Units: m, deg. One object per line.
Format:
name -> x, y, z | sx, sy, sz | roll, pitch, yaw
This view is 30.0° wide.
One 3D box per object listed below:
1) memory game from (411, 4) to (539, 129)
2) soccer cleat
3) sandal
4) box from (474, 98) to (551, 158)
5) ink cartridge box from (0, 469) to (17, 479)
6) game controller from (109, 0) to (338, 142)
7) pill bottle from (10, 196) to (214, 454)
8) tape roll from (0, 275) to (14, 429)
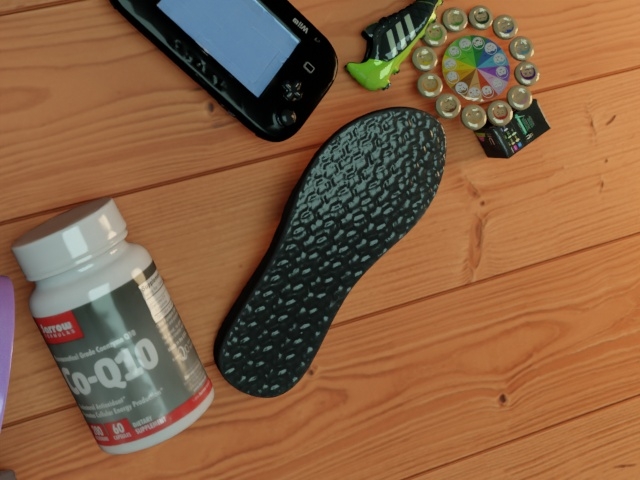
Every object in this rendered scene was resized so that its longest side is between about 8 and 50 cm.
memory game -> 0.217, -0.243, 1.665 | 0.186, 0.012, 0.186 | 2, 77, -9
soccer cleat -> 0.103, -0.286, 1.627 | 0.072, 0.060, 0.179 | 36, 82, -8
sandal -> -0.003, 0.000, 1.599 | 0.167, 0.107, 0.446 | 34, 95, -22
box -> 0.273, -0.160, 1.701 | 0.083, 0.062, 0.052 | -36, 107, -14
ink cartridge box -> -0.380, 0.504, 1.387 | 0.166, 0.285, 0.395 | -14, 100, -19
game controller -> -0.121, -0.276, 1.533 | 0.319, 0.067, 0.166 | 41, 80, -20
pill bottle -> -0.257, 0.103, 1.464 | 0.161, 0.161, 0.283 | -28, 105, -17
tape roll -> -0.418, 0.169, 1.345 | 0.090, 0.275, 0.275 | 10, 91, -22
